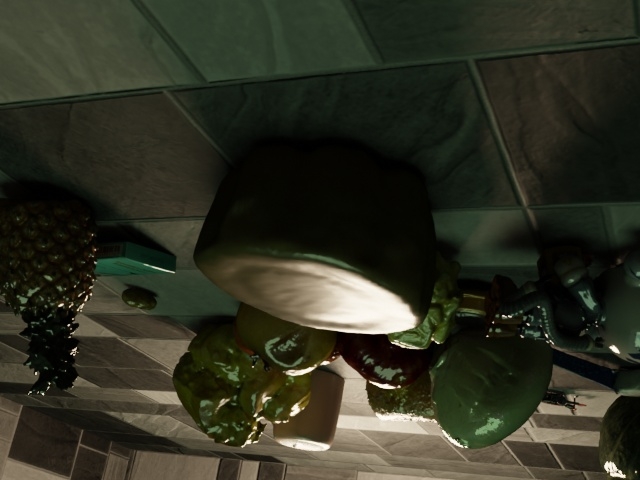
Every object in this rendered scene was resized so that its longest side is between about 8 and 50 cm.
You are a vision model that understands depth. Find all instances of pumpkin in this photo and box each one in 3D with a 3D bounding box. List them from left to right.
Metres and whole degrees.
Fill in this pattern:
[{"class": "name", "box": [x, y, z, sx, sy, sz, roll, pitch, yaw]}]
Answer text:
[{"class": "pumpkin", "box": [0.801, 0.484, 1.998, 0.291, 0.328, 0.258, 14, 117, 2]}]

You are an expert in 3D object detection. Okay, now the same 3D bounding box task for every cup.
[{"class": "cup", "box": [-0.060, 0.491, 2.484, 0.191, 0.201, 0.252, 28, 151, -37]}]

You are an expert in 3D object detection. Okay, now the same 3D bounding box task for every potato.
[{"class": "potato", "box": [-0.419, 0.138, 2.007, 0.092, 0.045, 0.046, 25, 154, -38]}]

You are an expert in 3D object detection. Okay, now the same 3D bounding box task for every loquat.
[{"class": "loquat", "box": [-0.068, 0.175, 1.750, 0.213, 0.213, 0.213, 8, 157, 3]}]

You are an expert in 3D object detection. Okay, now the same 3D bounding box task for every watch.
[{"class": "watch", "box": [0.634, 0.282, 1.909, 0.276, 0.068, 0.274, -6, 153, 34]}]

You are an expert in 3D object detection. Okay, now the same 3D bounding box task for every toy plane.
[{"class": "toy plane", "box": [0.630, 0.422, 2.271, 0.145, 0.037, 0.060, 11, 161, 0]}]

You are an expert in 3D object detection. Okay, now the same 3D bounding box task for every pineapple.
[{"class": "pineapple", "box": [-0.506, 0.100, 1.581, 0.201, 0.362, 0.202, -4, 170, -1]}]

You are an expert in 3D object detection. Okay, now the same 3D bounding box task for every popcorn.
[{"class": "popcorn", "box": [0.174, 0.101, 1.554, 0.167, 0.187, 0.185, 38, -179, 29]}]

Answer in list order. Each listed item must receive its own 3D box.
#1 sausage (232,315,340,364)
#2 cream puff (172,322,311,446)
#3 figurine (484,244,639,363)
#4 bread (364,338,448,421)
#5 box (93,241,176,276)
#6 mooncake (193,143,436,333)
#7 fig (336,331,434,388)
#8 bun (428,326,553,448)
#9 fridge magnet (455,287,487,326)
[{"class": "sausage", "box": [-0.073, 0.222, 1.972, 0.258, 0.133, 0.133, 7, 157, 2]}, {"class": "cream puff", "box": [-0.202, 0.380, 2.197, 0.378, 0.276, 0.378, 7, 154, 4]}, {"class": "figurine", "box": [0.471, 0.109, 1.440, 0.381, 0.186, 0.261, 4, 162, 1]}, {"class": "bread", "box": [0.204, 0.322, 2.006, 0.246, 0.196, 0.176, -12, 152, 41]}, {"class": "box", "box": [-0.434, 0.039, 1.758, 0.229, 0.042, 0.162, -4, 166, 27]}, {"class": "mooncake", "box": [0.000, 0.000, 1.362, 0.378, 0.201, 0.378, 12, 158, 5]}, {"class": "fig", "box": [0.130, 0.209, 1.816, 0.203, 0.186, 0.249, 23, 172, -2]}, {"class": "bun", "box": [0.321, 0.266, 1.766, 0.187, 0.293, 0.293, 44, 145, -19]}, {"class": "fridge magnet", "box": [0.295, 0.131, 1.699, 0.143, 0.063, 0.143, 8, 160, 3]}]
